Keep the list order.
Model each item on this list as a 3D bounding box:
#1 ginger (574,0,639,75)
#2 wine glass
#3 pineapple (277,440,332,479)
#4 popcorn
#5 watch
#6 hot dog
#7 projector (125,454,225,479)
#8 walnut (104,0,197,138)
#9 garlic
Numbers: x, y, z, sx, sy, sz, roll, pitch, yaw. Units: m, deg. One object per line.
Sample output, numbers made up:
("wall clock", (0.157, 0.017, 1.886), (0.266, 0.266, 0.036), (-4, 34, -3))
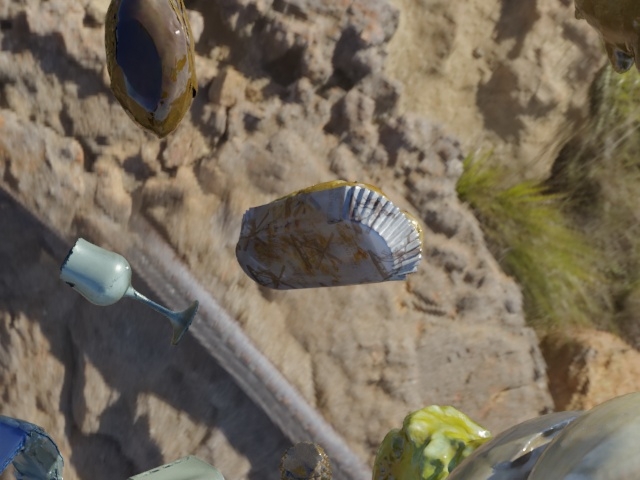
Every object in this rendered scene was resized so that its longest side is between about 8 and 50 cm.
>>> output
("ginger", (0.429, -0.246, 1.338), (0.122, 0.348, 0.363), (7, 80, -22))
("wine glass", (-0.274, 0.071, 1.564), (0.195, 0.079, 0.079), (31, 70, -13))
("pineapple", (-0.009, 0.342, 1.560), (0.074, 0.159, 0.074), (-7, 53, 10))
("popcorn", (0.206, 0.389, 1.681), (0.276, 0.276, 0.226), (30, 89, -3))
("watch", (-0.394, 0.322, 1.233), (0.068, 0.276, 0.275), (15, 67, 13))
("hot dog", (0.000, 0.000, 1.208), (0.069, 0.252, 0.131), (-48, 117, -39))
("projector", (-0.154, 0.288, 1.189), (0.082, 0.083, 0.083), (-14, 107, -37))
("walnut", (-0.245, -0.268, 1.580), (0.137, 0.137, 0.245), (-14, 91, -16))
("garlic", (0.255, 0.239, 0.946), (0.313, 0.286, 0.250), (18, 84, -13))
